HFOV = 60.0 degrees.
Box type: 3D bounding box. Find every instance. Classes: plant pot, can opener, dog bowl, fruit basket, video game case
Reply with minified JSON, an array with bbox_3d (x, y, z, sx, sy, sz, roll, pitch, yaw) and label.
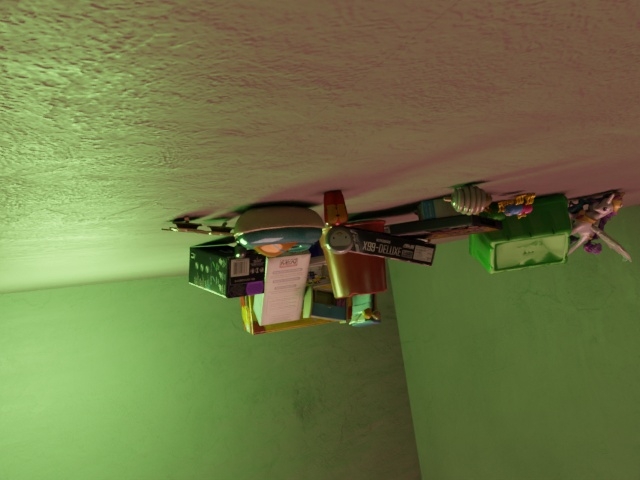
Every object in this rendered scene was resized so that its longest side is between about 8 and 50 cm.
[{"bbox_3d":[0.133,0.077,2.103,0.273,0.264,0.272,-8,174,-1],"label":"plant pot"},{"bbox_3d":[-0.231,0.007,1.740,0.074,0.093,0.280,5,174,-9],"label":"can opener"},{"bbox_3d":[0.036,0.048,2.432,0.265,0.104,0.265,-9,175,-1],"label":"dog bowl"},{"bbox_3d":[0.758,-0.051,2.163,0.393,0.282,0.392,-7,-142,6],"label":"fruit basket"},{"bbox_3d":[0.399,-0.041,1.754,0.275,0.035,0.248,-9,171,37],"label":"video game case"}]

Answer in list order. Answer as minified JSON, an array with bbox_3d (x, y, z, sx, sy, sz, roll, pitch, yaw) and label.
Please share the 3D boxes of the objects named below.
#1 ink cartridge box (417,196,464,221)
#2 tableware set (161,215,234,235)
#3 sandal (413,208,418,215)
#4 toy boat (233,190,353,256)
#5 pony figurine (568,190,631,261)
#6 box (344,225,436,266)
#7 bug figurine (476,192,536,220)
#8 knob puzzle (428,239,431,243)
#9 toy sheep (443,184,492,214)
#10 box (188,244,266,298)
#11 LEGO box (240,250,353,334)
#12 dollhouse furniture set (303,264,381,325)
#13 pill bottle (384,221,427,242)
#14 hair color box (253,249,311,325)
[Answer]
[{"bbox_3d":[0.401,-0.098,1.729,0.182,0.061,0.104,-8,174,1],"label":"ink cartridge box"},{"bbox_3d":[-0.299,-0.037,1.437,0.128,0.039,0.194,3,178,42],"label":"tableware set"},{"bbox_3d":[0.400,-0.075,1.899,0.102,0.076,0.265,-12,174,39],"label":"sandal"},{"bbox_3d":[-0.058,-0.020,1.377,0.318,0.148,0.268,-12,173,39],"label":"toy boat"},{"bbox_3d":[1.114,-0.046,2.309,0.364,0.302,0.351,-31,140,23],"label":"pony figurine"},{"bbox_3d":[0.204,0.013,1.863,0.308,0.076,0.242,10,-176,-5],"label":"box"},{"bbox_3d":[0.617,-0.092,1.911,0.216,0.072,0.279,-13,175,-34],"label":"bug figurine"},{"bbox_3d":[0.404,-0.003,2.448,0.213,0.029,0.213,-21,-158,9],"label":"knob puzzle"},{"bbox_3d":[0.397,-0.110,1.492,0.132,0.091,0.091,-3,175,0],"label":"toy sheep"},{"bbox_3d":[-0.337,0.104,1.987,0.165,0.143,0.270,-3,-170,-42],"label":"box"},{"bbox_3d":[-0.122,0.216,2.610,0.501,0.372,0.193,-6,178,-19],"label":"LEGO box"},{"bbox_3d":[0.098,0.202,2.277,0.198,0.286,0.303,13,161,-31],"label":"dollhouse furniture set"},{"bbox_3d":[0.339,-0.015,2.296,0.194,0.108,0.108,-9,175,2],"label":"pill bottle"},{"bbox_3d":[-0.167,0.177,2.323,0.186,0.113,0.374,-6,129,-21],"label":"hair color box"}]
